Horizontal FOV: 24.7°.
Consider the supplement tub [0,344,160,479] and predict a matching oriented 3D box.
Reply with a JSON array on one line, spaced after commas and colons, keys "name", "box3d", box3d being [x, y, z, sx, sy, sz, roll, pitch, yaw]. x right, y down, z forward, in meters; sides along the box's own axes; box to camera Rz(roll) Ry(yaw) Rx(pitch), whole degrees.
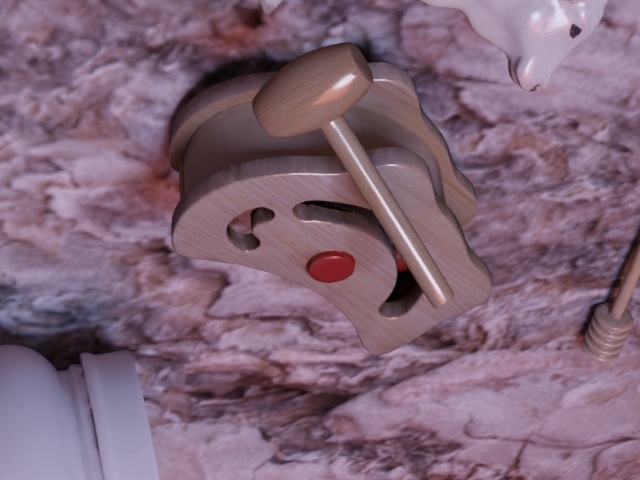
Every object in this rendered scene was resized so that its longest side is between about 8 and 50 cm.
[{"name": "supplement tub", "box3d": [-0.261, 0.192, 0.893, 0.324, 0.235, 0.235, -9, 136, -11]}]

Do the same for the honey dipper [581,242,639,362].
[{"name": "honey dipper", "box3d": [0.225, 0.022, 1.054, 0.030, 0.030, 0.161, -2, 132, -18]}]

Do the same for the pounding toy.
[{"name": "pounding toy", "box3d": [0.000, 0.000, 0.842, 0.154, 0.155, 0.269, -18, 143, 16]}]

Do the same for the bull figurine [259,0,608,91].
[{"name": "bull figurine", "box3d": [0.045, -0.190, 0.719, 0.188, 0.101, 0.310, -18, 137, 1]}]
